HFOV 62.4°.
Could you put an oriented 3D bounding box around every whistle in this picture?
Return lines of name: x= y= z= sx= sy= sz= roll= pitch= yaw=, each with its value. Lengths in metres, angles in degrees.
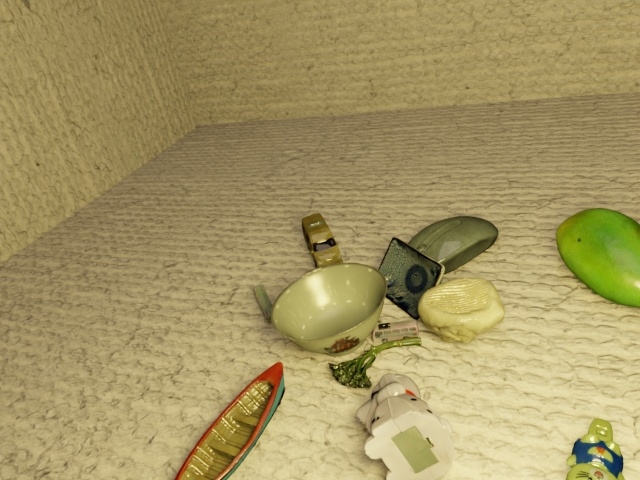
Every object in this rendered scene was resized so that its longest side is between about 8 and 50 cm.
whistle: x=0.532 y=0.432 z=1.016 sx=0.105 sy=0.085 sz=0.227 roll=16 pitch=39 yaw=26

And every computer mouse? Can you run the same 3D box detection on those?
computer mouse: x=0.422 y=0.004 z=1.757 sx=0.373 sy=0.114 sz=0.203 roll=-26 pitch=33 yaw=-19

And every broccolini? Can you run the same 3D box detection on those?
broccolini: x=0.161 y=0.318 z=1.397 sx=0.271 sy=0.062 sz=0.123 roll=-19 pitch=40 yaw=-15

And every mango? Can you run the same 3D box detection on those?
mango: x=0.809 y=0.048 z=1.444 sx=0.225 sy=0.201 sz=0.382 roll=-8 pitch=31 yaw=-11

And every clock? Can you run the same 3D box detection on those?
clock: x=0.173 y=0.388 z=1.172 sx=0.188 sy=0.189 sz=0.254 roll=-15 pitch=17 yaw=-3

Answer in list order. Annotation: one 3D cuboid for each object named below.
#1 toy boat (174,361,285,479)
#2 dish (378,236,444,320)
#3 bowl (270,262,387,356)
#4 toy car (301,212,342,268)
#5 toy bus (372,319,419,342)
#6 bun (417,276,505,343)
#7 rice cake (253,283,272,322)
toy boat: x=-0.193 y=0.455 z=1.272 sx=0.136 sy=0.080 sz=0.392 roll=6 pitch=36 yaw=33
dish: x=0.283 y=0.118 z=1.621 sx=0.080 sy=0.182 sz=0.243 roll=14 pitch=13 yaw=-37
bowl: x=0.042 y=0.220 z=1.485 sx=0.336 sy=0.158 sz=0.337 roll=-16 pitch=28 yaw=9
toy car: x=0.000 y=0.000 z=1.920 sx=0.101 sy=0.125 sz=0.257 roll=-18 pitch=29 yaw=-5
toy bus: x=0.208 y=0.254 z=1.479 sx=0.130 sy=0.052 sz=0.037 roll=-8 pitch=33 yaw=9
bun: x=0.380 y=0.199 z=1.422 sx=0.230 sy=0.133 sz=0.231 roll=-13 pitch=24 yaw=6
rice cake: x=-0.183 y=0.203 z=1.738 sx=0.043 sy=0.034 sz=0.211 roll=-17 pitch=30 yaw=-13
